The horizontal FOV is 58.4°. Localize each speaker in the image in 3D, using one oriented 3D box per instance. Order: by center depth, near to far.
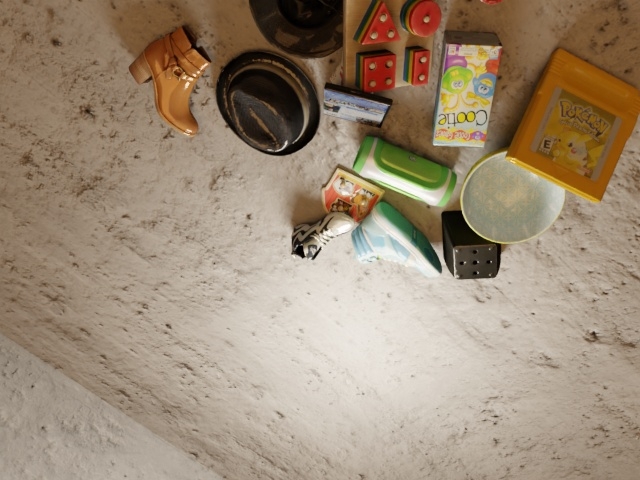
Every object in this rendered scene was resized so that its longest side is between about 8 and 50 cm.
[{"bbox_3d":[0.252,-0.207,1.720,0.296,0.131,0.131,22,124,-5],"label":"speaker"}]

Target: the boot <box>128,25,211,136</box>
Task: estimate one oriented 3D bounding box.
[{"bbox_3d":[-0.400,-0.468,1.694,0.220,0.109,0.283,-28,107,21],"label":"boot"}]

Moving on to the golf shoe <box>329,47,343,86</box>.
[{"bbox_3d":[0.066,-0.469,1.618,0.086,0.067,0.186,4,123,9],"label":"golf shoe"}]

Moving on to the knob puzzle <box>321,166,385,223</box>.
[{"bbox_3d":[0.089,-0.121,1.863,0.213,0.030,0.213,5,124,7],"label":"knob puzzle"}]

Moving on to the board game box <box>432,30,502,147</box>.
[{"bbox_3d":[0.391,-0.409,1.554,0.142,0.144,0.275,5,124,6],"label":"board game box"}]

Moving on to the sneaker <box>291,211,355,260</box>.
[{"bbox_3d":[0.000,0.000,1.868,0.235,0.153,0.094,-11,130,22],"label":"sneaker"}]

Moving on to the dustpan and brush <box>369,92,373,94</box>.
[{"bbox_3d":[0.160,-0.472,1.604,0.147,0.060,0.211,19,124,-3],"label":"dustpan and brush"}]

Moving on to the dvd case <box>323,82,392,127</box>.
[{"bbox_3d":[0.097,-0.370,1.589,0.180,0.253,0.022,14,88,0],"label":"dvd case"}]

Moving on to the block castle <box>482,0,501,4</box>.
[{"bbox_3d":[0.550,-0.736,1.274,0.453,0.213,0.303,-11,120,16],"label":"block castle"}]

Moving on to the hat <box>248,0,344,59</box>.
[{"bbox_3d":[-0.030,-0.648,1.482,0.331,0.134,0.331,-3,115,-6],"label":"hat"}]

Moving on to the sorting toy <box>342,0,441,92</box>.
[{"bbox_3d":[0.192,-0.515,1.483,0.257,0.089,0.255,-12,124,-17],"label":"sorting toy"}]

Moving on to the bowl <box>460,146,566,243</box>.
[{"bbox_3d":[0.550,-0.153,1.679,0.289,0.156,0.289,3,118,6],"label":"bowl"}]

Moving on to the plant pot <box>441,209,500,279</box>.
[{"bbox_3d":[0.482,0.022,1.805,0.187,0.167,0.188,-3,121,11],"label":"plant pot"}]

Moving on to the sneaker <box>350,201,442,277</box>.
[{"bbox_3d":[0.235,0.039,1.889,0.319,0.127,0.208,44,120,-10],"label":"sneaker"}]

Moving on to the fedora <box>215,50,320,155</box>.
[{"bbox_3d":[-0.165,-0.375,1.669,0.334,0.152,0.334,4,123,7],"label":"fedora"}]

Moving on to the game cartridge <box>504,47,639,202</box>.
[{"bbox_3d":[0.683,-0.304,1.526,0.285,0.052,0.324,24,90,-7],"label":"game cartridge"}]
